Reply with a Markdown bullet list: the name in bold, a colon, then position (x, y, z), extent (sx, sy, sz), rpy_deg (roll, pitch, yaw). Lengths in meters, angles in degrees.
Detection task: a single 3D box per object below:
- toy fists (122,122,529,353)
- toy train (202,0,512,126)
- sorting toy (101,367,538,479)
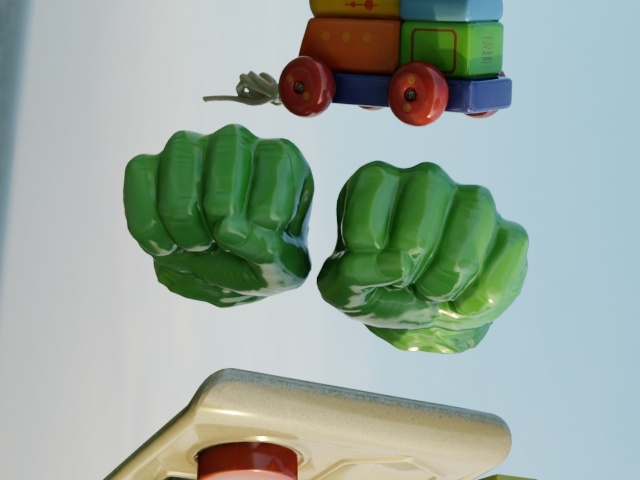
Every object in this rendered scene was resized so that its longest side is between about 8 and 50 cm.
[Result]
- **toy fists**: position (0.000, 0.000, 0.947), extent (0.142, 0.279, 0.096), rpy_deg (92, 13, -55)
- **toy train**: position (0.012, -0.159, 0.969), extent (0.248, 0.105, 0.143), rpy_deg (8, -78, 33)
- **sorting toy**: position (0.022, 0.170, 0.918), extent (0.229, 0.307, 0.041), rpy_deg (-48, -143, 48)
